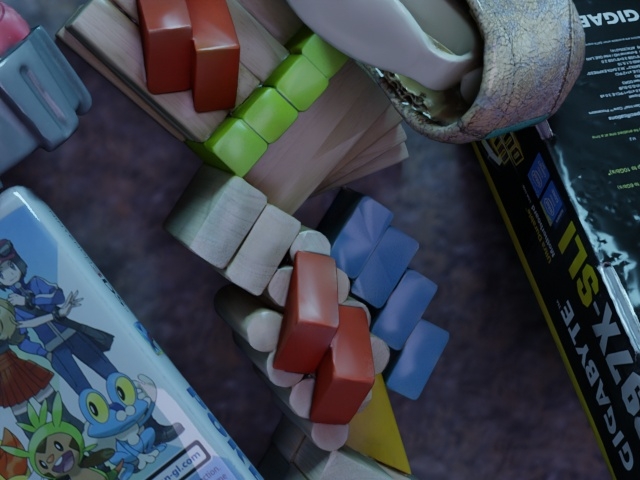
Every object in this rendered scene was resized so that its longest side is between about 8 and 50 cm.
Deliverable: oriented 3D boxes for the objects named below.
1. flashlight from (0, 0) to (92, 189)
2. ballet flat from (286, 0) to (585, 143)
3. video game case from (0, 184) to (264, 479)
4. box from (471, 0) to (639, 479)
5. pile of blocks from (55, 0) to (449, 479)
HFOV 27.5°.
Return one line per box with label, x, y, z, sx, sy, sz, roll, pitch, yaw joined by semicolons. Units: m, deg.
flashlight;-0.227;-0.151;0.563;0.103;0.103;0.304;-28;110;18
ballet flat;-0.011;-0.166;0.577;0.316;0.107;0.106;45;48;6
video game case;-0.170;0.191;0.595;0.329;0.036;0.300;-38;89;3
box;0.258;-0.026;0.662;0.322;0.079;0.257;-10;60;-15
pile of blocks;0.000;0.000;0.648;0.149;0.112;0.362;-25;104;-11
